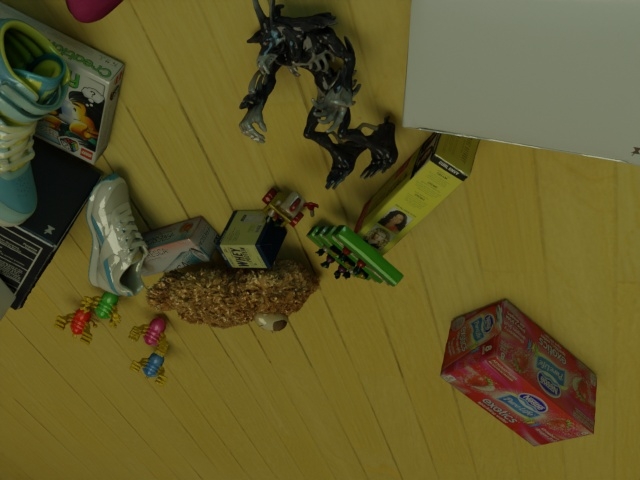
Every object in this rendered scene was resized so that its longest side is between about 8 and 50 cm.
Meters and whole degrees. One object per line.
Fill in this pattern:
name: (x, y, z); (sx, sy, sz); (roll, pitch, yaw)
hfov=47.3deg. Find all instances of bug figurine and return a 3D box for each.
bug figurine: (-0.436, 0.205, 1.615); (0.279, 0.072, 0.216); (33, 134, -7)

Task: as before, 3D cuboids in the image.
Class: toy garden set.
toy garden set: (0.000, 0.000, 1.089); (0.204, 0.049, 0.244); (41, 173, -8)

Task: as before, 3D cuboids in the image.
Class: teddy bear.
teddy bear: (-0.165, 0.115, 1.325); (0.338, 0.113, 0.245); (0, 151, 20)

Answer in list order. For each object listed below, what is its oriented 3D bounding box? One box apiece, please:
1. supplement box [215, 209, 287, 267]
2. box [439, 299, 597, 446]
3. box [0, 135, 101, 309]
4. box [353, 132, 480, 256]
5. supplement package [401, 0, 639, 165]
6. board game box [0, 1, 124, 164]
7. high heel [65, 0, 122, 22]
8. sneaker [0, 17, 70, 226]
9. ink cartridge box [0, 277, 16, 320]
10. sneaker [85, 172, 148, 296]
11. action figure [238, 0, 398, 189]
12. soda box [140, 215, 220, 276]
supplement box: (-0.114, -0.003, 1.212); (0.083, 0.083, 0.056); (0, 136, 26)
box: (0.343, 0.232, 1.253); (0.257, 0.122, 0.128); (38, 138, -21)
box: (-0.584, -0.066, 1.271); (0.296, 0.182, 0.294); (33, 142, -17)
box: (0.128, -0.068, 1.026); (0.058, 0.087, 0.232); (31, 142, -9)
supplement package: (0.230, -0.216, 0.755); (0.262, 0.145, 0.204); (11, 141, 11)
board game box: (-0.456, -0.254, 1.094); (0.305, 0.053, 0.193); (26, 141, -6)
high heel: (-0.147, -0.329, 0.797); (0.181, 0.127, 0.377); (42, 135, -9)
sneaker: (-0.426, -0.158, 1.017); (0.208, 0.127, 0.319); (1, 124, 20)
ink cartridge box: (-0.656, 0.054, 1.220); (0.172, 0.100, 0.237); (3, 138, 21)
sneaker: (-0.347, -0.008, 1.272); (0.092, 0.087, 0.228); (19, 122, 20)
action figure: (-0.013, -0.181, 0.914); (0.164, 0.141, 0.275); (-2, 139, 43)
soda box: (-0.271, 0.013, 1.324); (0.183, 0.058, 0.063); (-13, 130, 36)
